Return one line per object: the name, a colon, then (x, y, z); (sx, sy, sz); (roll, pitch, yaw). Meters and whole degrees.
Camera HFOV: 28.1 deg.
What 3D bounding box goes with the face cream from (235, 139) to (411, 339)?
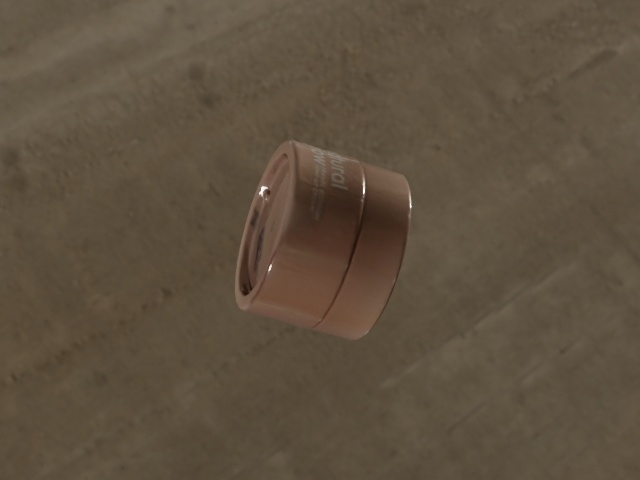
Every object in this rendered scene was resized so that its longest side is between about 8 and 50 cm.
face cream: (0.000, 0.000, 1.071); (0.104, 0.149, 0.149); (16, -41, -15)
